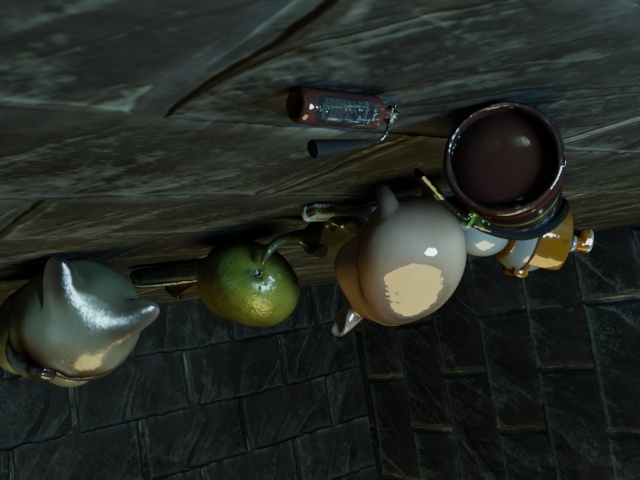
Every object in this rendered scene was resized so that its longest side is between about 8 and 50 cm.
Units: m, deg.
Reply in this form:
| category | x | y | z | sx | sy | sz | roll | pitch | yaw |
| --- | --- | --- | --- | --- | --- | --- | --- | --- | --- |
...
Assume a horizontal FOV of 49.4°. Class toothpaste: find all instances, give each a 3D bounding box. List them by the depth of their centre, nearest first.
| category | x | y | z | sx | sy | sz | roll | pitch | yaw |
| --- | --- | --- | --- | --- | --- | --- | --- | --- | --- |
| toothpaste | -0.251 | 0.065 | 1.428 | 0.269 | 0.069 | 0.047 | -4 | 140 | -21 |

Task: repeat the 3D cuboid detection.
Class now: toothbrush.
| category | x | y | z | sx | sy | sz | roll | pitch | yaw |
| --- | --- | --- | --- | --- | --- | --- | --- | --- | --- |
| toothbrush | 0.111 | -0.046 | 1.044 | 0.342 | 0.025 | 0.030 | -3 | 169 | -41 |

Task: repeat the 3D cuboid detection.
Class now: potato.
| category | x | y | z | sx | sy | sz | roll | pitch | yaw |
| --- | --- | --- | --- | --- | --- | --- | --- | --- | --- |
| potato | -0.116 | 0.067 | 1.140 | 0.169 | 0.143 | 0.248 | 13 | 172 | -12 |

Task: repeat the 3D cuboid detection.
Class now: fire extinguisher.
| category | x | y | z | sx | sy | sz | roll | pitch | yaw |
| --- | --- | --- | --- | --- | --- | --- | --- | --- | --- |
| fire extinguisher | 0.020 | -0.080 | 0.486 | 0.100 | 0.046 | 0.032 | -2 | -176 | -39 |
| fire extinguisher | 0.186 | -0.054 | 0.718 | 0.142 | 0.105 | 0.341 | 5 | 178 | 18 |

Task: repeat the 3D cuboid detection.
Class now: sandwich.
| category | x | y | z | sx | sy | sz | roll | pitch | yaw |
| --- | --- | --- | --- | --- | --- | --- | --- | --- | --- |
| sandwich | -0.290 | 0.081 | 1.456 | 0.069 | 0.026 | 0.101 | 20 | -146 | 23 |

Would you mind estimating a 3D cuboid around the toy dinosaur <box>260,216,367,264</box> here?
| category | x | y | z | sx | sy | sz | roll | pitch | yaw |
| --- | --- | --- | --- | --- | --- | --- | --- | --- | --- |
| toy dinosaur | 0.000 | 0.000 | 1.110 | 0.248 | 0.075 | 0.188 | -13 | 179 | -23 |

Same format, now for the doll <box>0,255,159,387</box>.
| category | x | y | z | sx | sy | sz | roll | pitch | yaw |
| --- | --- | --- | --- | --- | --- | --- | --- | --- | --- |
| doll | -0.438 | 0.148 | 1.202 | 0.215 | 0.226 | 0.370 | 35 | 161 | -19 |

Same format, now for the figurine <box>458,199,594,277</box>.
| category | x | y | z | sx | sy | sz | roll | pitch | yaw |
| --- | --- | --- | --- | --- | --- | --- | --- | --- | --- |
| figurine | 0.282 | -0.010 | 1.067 | 0.272 | 0.143 | 0.143 | -8 | 174 | -12 |

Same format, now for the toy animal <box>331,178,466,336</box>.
| category | x | y | z | sx | sy | sz | roll | pitch | yaw |
| --- | --- | --- | --- | --- | --- | --- | --- | --- | --- |
| toy animal | 0.106 | 0.034 | 0.939 | 0.167 | 0.153 | 0.250 | -4 | 157 | -11 |
